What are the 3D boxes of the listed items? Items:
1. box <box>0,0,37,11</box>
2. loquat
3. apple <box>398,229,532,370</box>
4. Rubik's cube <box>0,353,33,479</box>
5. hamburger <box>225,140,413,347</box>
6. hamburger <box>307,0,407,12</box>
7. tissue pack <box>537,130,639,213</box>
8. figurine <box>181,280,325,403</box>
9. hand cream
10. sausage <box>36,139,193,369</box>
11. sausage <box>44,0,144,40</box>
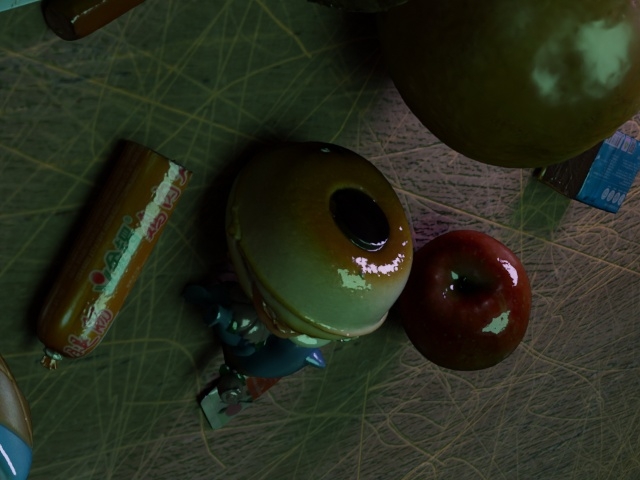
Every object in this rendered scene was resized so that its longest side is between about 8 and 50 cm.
[{"bbox_3d":[-0.246,-0.258,1.132,0.232,0.083,0.142,-28,137,-43],"label":"box"},{"bbox_3d":[0.223,-0.235,1.593,0.328,0.328,0.328,-34,140,-35],"label":"loquat"},{"bbox_3d":[0.188,0.079,1.930,0.181,0.181,0.168,-57,171,-6],"label":"apple"},{"bbox_3d":[-0.363,0.150,1.264,0.254,0.254,0.254,-34,140,-35],"label":"Rubik's cube"},{"bbox_3d":[-0.003,-0.002,1.571,0.147,0.237,0.237,-33,169,40],"label":"hamburger"},{"bbox_3d":[-0.005,-0.330,1.225,0.195,0.318,0.277,-53,-179,-14],"label":"hamburger"},{"bbox_3d":[0.395,-0.112,2.145,0.169,0.082,0.120,12,105,-57],"label":"tissue pack"},{"bbox_3d":[-0.085,0.101,1.641,0.144,0.114,0.178,-43,140,20],"label":"figurine"},{"bbox_3d":[-0.049,0.132,1.761,0.234,0.050,0.080,-41,148,-18],"label":"hand cream"},{"bbox_3d":[-0.206,0.021,1.420,0.071,0.071,0.234,25,93,-58],"label":"sausage"},{"bbox_3d":[-0.180,-0.218,1.295,0.131,0.039,0.041,-37,139,-31],"label":"sausage"}]
